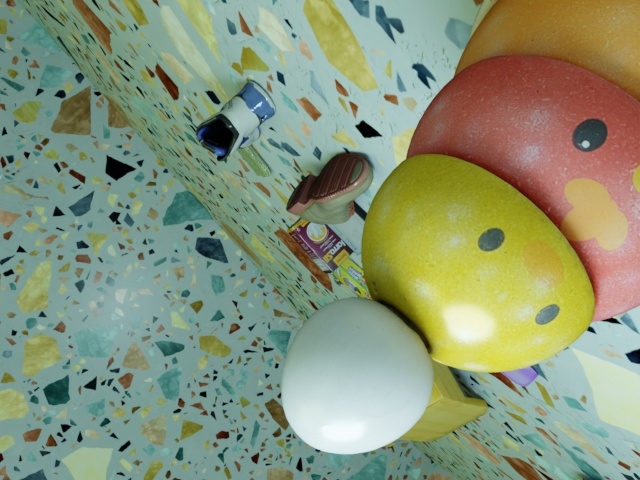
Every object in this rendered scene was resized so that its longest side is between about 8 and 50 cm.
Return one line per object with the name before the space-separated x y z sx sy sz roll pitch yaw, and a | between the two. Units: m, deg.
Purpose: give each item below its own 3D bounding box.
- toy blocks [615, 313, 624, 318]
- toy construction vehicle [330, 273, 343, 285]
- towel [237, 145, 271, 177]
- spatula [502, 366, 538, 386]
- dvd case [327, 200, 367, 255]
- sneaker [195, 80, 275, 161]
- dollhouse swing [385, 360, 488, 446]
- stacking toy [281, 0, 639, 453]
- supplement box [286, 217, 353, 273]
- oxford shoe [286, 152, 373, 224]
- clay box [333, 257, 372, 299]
toy blocks | 0.386 0.050 0.783 0.148 0.054 0.123 23 153 56
toy construction vehicle | 0.062 0.129 1.873 0.098 0.035 0.086 54 174 -17
towel | -0.216 -0.261 1.618 0.148 0.027 0.110 50 165 -18
spatula | 0.476 0.275 1.153 0.084 0.030 0.296 39 163 21
dvd case | 0.070 -0.055 1.400 0.180 0.022 0.253 44 165 6
sneaker | -0.245 -0.293 1.326 0.127 0.182 0.315 50 164 -9
dollhouse swing | 0.326 0.506 1.714 0.305 0.347 0.315 5 -131 -45
stacking toy | 0.161 0.002 0.455 0.351 0.480 0.350 42 164 15
supplement box | 0.000 0.000 1.565 0.188 0.104 0.081 48 164 -7
oxford shoe | 0.044 -0.110 1.195 0.130 0.123 0.348 31 164 -19
clay box | 0.114 0.129 1.685 0.222 0.053 0.127 40 163 18
